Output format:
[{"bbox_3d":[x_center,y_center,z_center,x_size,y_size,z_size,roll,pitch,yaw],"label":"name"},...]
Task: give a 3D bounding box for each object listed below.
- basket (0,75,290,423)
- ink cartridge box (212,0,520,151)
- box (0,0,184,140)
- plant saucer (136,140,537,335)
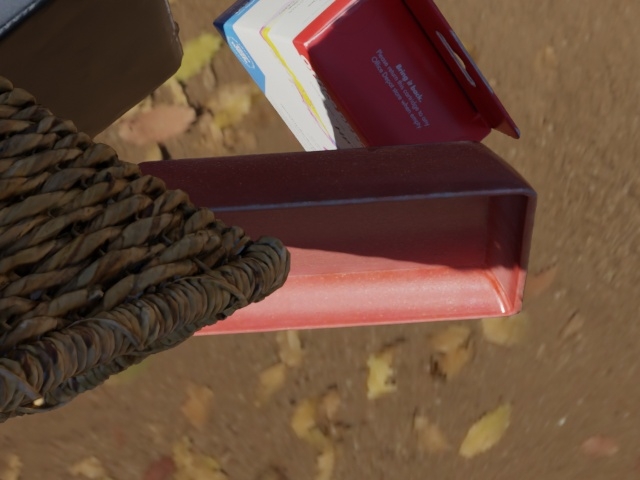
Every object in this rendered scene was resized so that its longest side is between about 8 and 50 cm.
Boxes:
[{"bbox_3d":[-0.196,0.064,0.710,0.223,0.299,0.213,33,114,16],"label":"basket"},{"bbox_3d":[0.027,-0.112,1.163,0.078,0.231,0.134,-41,113,-9],"label":"ink cartridge box"},{"bbox_3d":[-0.432,-0.190,1.191,0.480,0.297,0.472,-40,79,-8],"label":"box"},{"bbox_3d":[0.000,0.000,1.079,0.259,0.258,0.048,-4,71,3],"label":"plant saucer"}]
